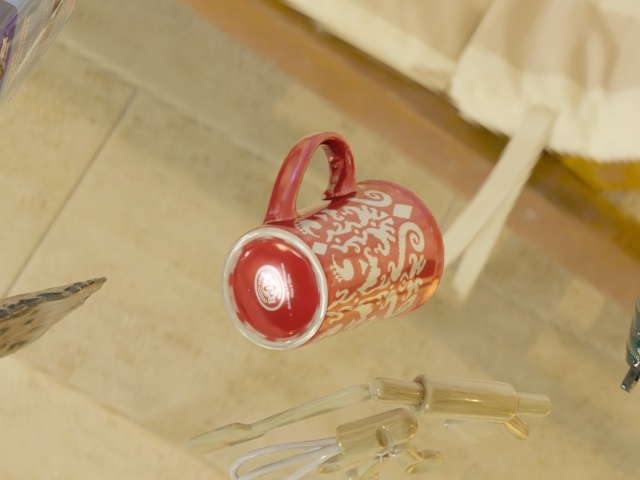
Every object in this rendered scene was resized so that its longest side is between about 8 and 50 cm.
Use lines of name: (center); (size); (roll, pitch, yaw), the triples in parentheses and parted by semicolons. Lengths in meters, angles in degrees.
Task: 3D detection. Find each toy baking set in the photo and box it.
toy baking set: (0.041, 0.148, 1.355); (0.256, 0.197, 0.030); (12, 55, -39)

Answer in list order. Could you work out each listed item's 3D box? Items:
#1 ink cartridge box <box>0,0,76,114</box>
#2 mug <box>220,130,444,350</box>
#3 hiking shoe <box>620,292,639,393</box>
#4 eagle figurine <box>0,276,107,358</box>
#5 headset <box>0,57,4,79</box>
ink cartridge box: (-0.349, -0.203, 1.443); (0.270, 0.151, 0.395); (21, 32, -2)
mug: (-0.005, 0.008, 1.394); (0.150, 0.113, 0.169); (52, 30, 11)
hiking shoe: (0.320, 0.068, 1.636); (0.086, 0.114, 0.227); (37, 24, 23)
eagle figurine: (-0.301, 0.103, 1.273); (0.226, 0.225, 0.298); (34, 46, -23)
headset: (-0.300, -0.006, 0.740); (0.394, 0.185, 0.243); (-39, 116, -57)
